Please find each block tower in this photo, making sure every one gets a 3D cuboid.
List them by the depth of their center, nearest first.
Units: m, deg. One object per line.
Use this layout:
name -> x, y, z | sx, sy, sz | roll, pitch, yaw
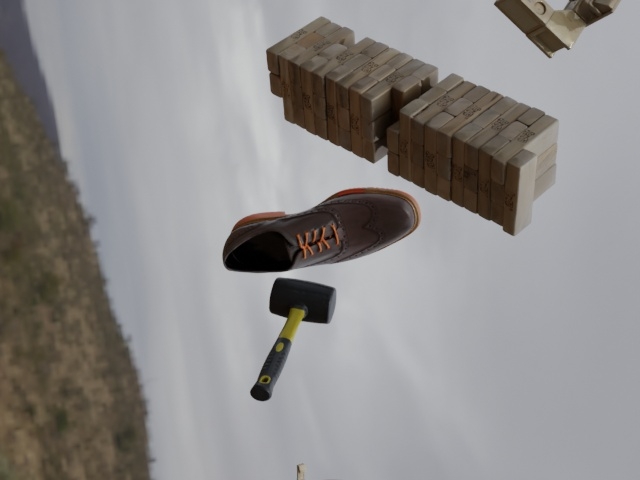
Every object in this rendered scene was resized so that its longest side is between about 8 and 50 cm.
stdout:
block tower -> 0.097, -0.128, 1.324 | 0.335, 0.097, 0.091 | 31, -36, 33

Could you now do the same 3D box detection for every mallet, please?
mallet -> -0.022, 0.089, 1.128 | 0.189, 0.062, 0.039 | -81, 176, -63

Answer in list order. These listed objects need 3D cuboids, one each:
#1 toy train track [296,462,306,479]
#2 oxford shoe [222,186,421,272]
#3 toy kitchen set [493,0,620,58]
toy train track -> -0.021, 0.322, 1.583 | 0.014, 0.048, 0.083 | 13, -72, 53
oxford shoe -> 0.000, 0.000, 1.664 | 0.098, 0.271, 0.097 | -61, 134, -66
toy kitchen set -> 0.215, -0.220, 1.106 | 0.075, 0.083, 0.068 | 40, -22, -14
